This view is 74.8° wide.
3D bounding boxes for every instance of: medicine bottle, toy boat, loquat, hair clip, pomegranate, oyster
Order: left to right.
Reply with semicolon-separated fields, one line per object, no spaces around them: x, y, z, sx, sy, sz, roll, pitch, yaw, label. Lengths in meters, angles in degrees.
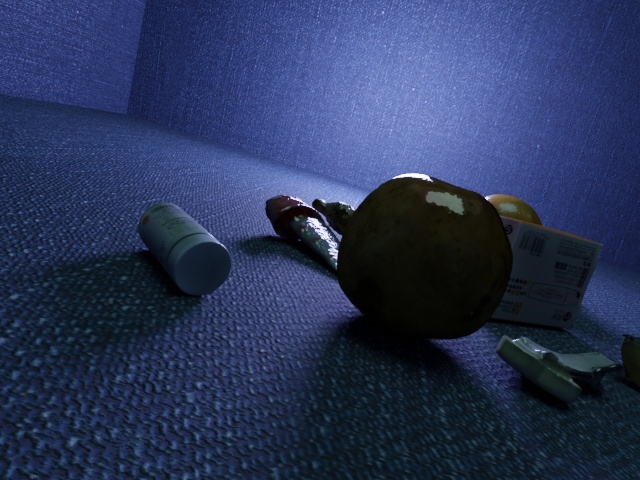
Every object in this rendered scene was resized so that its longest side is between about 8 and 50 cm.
-0.216;0.007;0.649;0.086;0.086;0.183;5;18;-40;medicine bottle
0.000;0.000;0.980;0.206;0.096;0.282;19;17;-47;toy boat
0.172;-0.009;1.136;0.396;0.111;0.204;17;17;-29;oyster
0.157;0.027;0.669;0.281;0.281;0.281;16;14;-4;pomegranate
0.577;-0.022;1.361;0.262;0.263;0.263;16;14;-4;loquat
0.360;0.189;0.659;0.218;0.071;0.159;18;10;-22;hair clip

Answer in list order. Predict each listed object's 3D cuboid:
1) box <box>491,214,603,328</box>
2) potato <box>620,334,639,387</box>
0.473;0.075;0.931;0.273;0.221;0.091;13;10;-23;box
0.660;0.249;0.722;0.138;0.098;0.243;9;9;-43;potato
